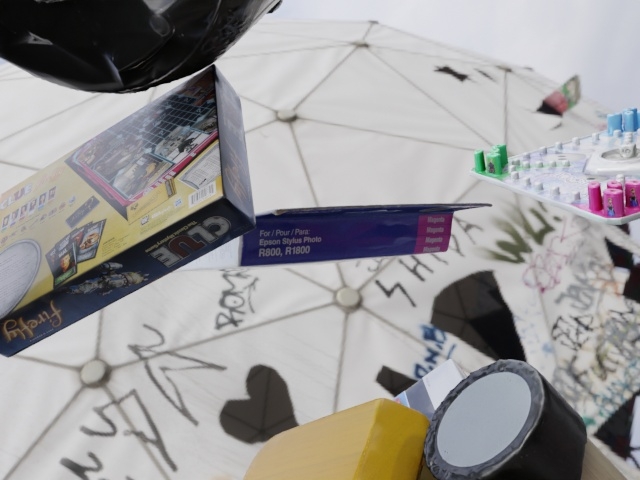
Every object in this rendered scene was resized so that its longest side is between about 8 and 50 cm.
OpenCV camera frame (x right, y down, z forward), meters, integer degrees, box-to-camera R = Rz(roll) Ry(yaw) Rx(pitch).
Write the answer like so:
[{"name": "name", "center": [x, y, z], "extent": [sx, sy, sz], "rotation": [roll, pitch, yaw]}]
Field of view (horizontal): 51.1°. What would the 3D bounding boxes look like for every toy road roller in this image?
[{"name": "toy road roller", "center": [0.073, 0.250, 0.446], "extent": [0.202, 0.329, 0.240], "rotation": [46, -137, -16]}]

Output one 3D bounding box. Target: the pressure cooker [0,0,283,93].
[{"name": "pressure cooker", "center": [-0.121, -0.361, 0.542], "extent": [0.375, 0.370, 0.420], "rotation": [42, -131, -14]}]

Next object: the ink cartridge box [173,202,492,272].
[{"name": "ink cartridge box", "center": [0.000, 0.000, 0.899], "extent": [0.324, 0.330, 0.071], "rotation": [-3, -90, -32]}]

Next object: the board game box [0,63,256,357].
[{"name": "board game box", "center": [-0.170, -0.026, 0.548], "extent": [0.042, 0.243, 0.165], "rotation": [47, -157, -44]}]

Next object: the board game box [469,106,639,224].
[{"name": "board game box", "center": [0.519, -0.146, 1.145], "extent": [0.390, 0.390, 0.050], "rotation": [-16, -69, -15]}]

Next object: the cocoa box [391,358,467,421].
[{"name": "cocoa box", "center": [0.203, 0.386, 0.984], "extent": [0.231, 0.228, 0.347], "rotation": [50, -172, -14]}]
